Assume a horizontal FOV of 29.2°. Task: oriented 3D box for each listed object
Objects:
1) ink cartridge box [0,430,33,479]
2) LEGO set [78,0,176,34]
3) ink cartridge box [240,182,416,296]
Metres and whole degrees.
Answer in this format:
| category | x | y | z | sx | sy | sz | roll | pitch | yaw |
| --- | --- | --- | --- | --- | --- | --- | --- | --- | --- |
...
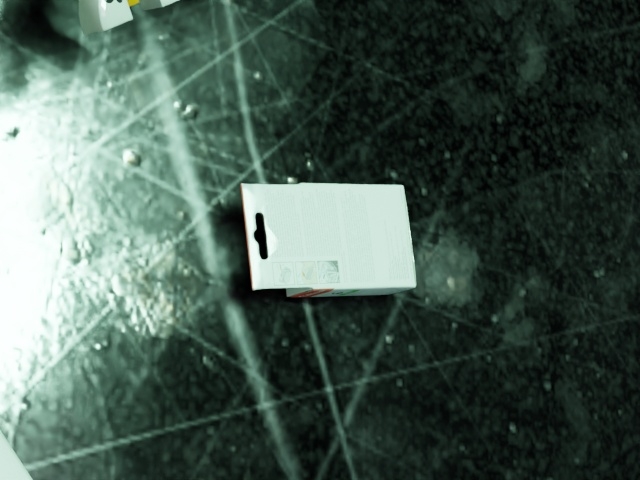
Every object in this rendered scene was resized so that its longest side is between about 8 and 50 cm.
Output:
| category | x | y | z | sx | sy | sz | roll | pitch | yaw |
| --- | --- | --- | --- | --- | --- | --- | --- | --- | --- |
| ink cartridge box | -0.190 | 0.178 | 0.468 | 0.201 | 0.117 | 0.278 | -37 | 101 | -36 |
| LEGO set | -0.067 | -0.191 | 0.668 | 0.227 | 0.087 | 0.093 | -33 | 113 | -37 |
| ink cartridge box | 0.000 | 0.000 | 0.706 | 0.115 | 0.029 | 0.063 | 0 | 79 | -35 |
